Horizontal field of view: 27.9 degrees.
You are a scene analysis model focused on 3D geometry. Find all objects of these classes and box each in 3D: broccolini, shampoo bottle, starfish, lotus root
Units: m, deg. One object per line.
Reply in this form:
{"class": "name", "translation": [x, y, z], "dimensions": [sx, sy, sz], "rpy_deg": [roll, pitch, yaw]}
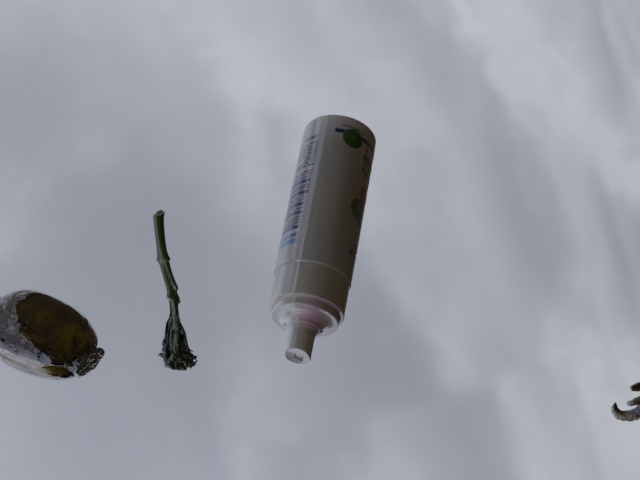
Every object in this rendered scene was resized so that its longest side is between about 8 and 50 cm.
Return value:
{"class": "broccolini", "translation": [-0.187, 0.067, 1.637], "dimensions": [0.042, 0.044, 0.218], "rpy_deg": [32, 129, 55]}
{"class": "shampoo bottle", "translation": [0.000, 0.000, 1.471], "dimensions": [0.092, 0.092, 0.303], "rpy_deg": [51, -140, -45]}
{"class": "starfish", "translation": [0.222, 0.083, 0.837], "dimensions": [0.028, 0.078, 0.091], "rpy_deg": [33, 163, 17]}
{"class": "lotus root", "translation": [-0.395, 0.128, 1.791], "dimensions": [0.120, 0.209, 0.120], "rpy_deg": [20, -90, -75]}
